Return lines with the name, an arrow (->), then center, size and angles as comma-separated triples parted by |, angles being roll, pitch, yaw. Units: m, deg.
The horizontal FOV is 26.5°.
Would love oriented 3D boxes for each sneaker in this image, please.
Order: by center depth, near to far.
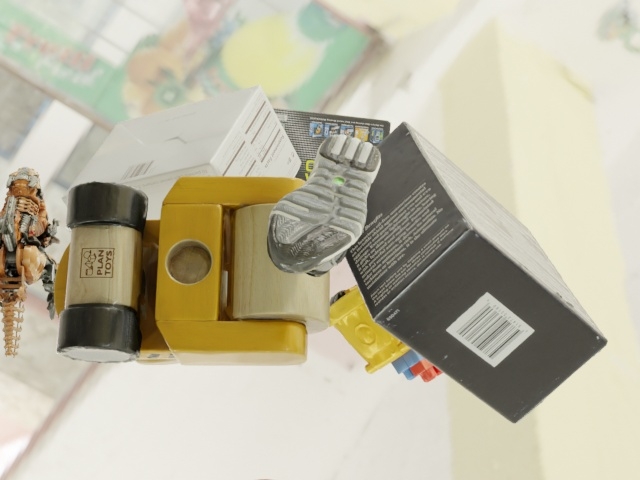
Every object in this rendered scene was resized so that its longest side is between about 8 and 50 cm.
sneaker -> 0.000, 0.000, 1.361 | 0.228, 0.086, 0.132 | -57, 166, -53

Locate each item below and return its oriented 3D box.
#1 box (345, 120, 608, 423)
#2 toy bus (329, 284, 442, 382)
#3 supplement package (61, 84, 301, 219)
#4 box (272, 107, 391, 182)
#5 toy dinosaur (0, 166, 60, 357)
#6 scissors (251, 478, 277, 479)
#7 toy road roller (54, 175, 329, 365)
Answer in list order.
box -> 0.185, 0.042, 1.825 | 0.183, 0.296, 0.294 | -44, -148, 14
toy bus -> 0.145, 0.132, 2.266 | 0.220, 0.211, 0.149 | -30, 172, -48
supplement package -> -0.196, -0.085, 1.950 | 0.262, 0.145, 0.204 | -12, -147, 30
box -> -0.022, -0.109, 2.284 | 0.060, 0.270, 0.216 | -167, -97, -67
toy dinosaur -> -0.530, 0.040, 2.366 | 0.218, 0.164, 0.321 | 84, 27, -65
scissors -> 0.003, 0.396, 1.963 | 0.297, 0.021, 0.109 | -6, -119, 22
toy road roller -> -0.148, 0.054, 1.599 | 0.240, 0.330, 0.202 | 73, 17, -73
